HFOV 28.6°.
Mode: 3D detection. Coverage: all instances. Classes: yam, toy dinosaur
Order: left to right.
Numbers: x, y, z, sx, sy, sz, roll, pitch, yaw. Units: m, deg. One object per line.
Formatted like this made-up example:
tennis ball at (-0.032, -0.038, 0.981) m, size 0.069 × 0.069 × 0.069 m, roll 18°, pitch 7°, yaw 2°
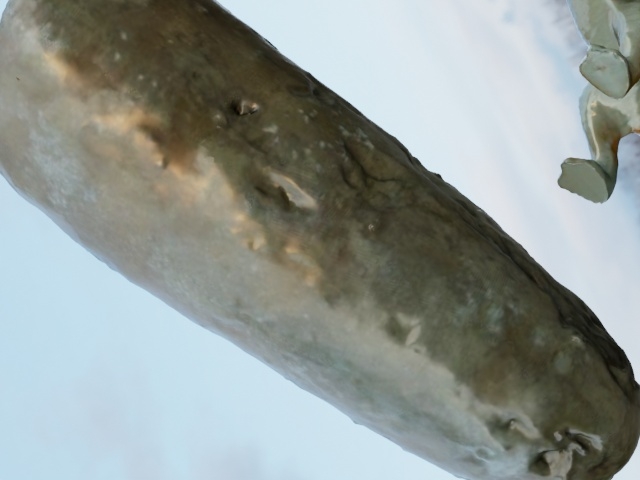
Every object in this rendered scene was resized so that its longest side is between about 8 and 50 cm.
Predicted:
yam at (0.000, 0.000, 0.566) m, size 0.330 × 0.133 × 0.133 m, roll 35°, pitch -163°, yaw 4°
toy dinosaur at (0.146, -0.086, 0.588) m, size 0.212 × 0.057 × 0.142 m, roll 55°, pitch -138°, yaw -26°
